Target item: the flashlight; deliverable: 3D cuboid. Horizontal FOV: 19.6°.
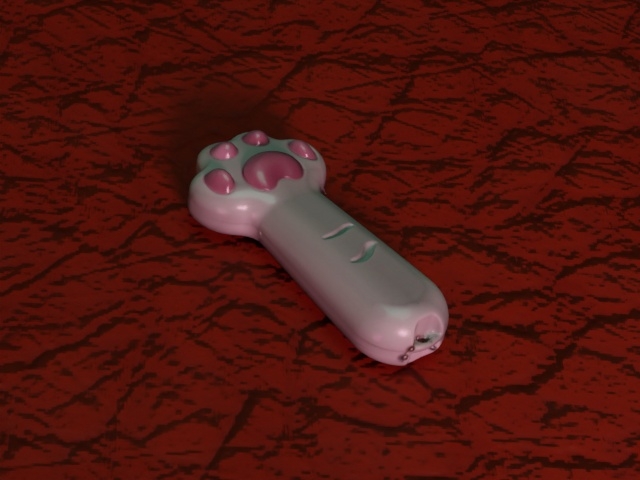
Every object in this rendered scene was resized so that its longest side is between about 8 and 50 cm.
[{"bbox_3d":[0.000,0.000,1.097,0.093,0.047,0.200,-22,50,-33],"label":"flashlight"}]
